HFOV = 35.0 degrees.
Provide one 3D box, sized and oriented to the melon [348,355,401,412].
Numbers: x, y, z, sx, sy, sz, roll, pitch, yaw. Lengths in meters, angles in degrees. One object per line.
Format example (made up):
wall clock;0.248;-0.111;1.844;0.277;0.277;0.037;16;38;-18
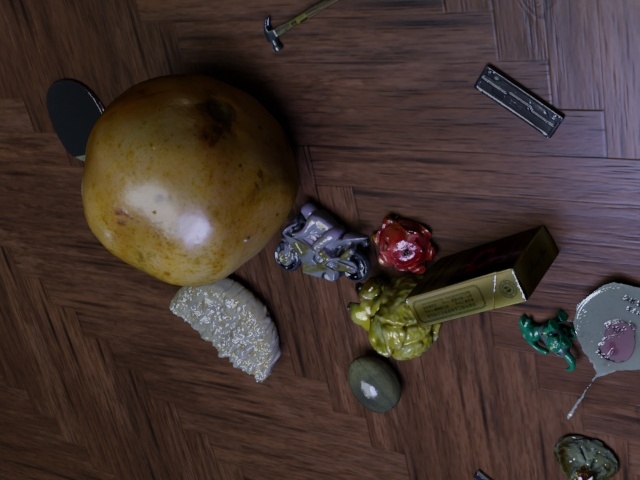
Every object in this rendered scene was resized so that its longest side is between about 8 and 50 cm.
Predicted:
melon;0.112;0.298;2.115;0.098;0.098;0.130;-30;97;43

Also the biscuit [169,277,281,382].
biscuit;-0.189;0.176;2.255;0.281;0.084;0.179;42;130;1

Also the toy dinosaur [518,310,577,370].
toy dinosaur;0.424;0.183;1.857;0.132;0.059;0.096;53;143;5

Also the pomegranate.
pomegranate;-0.245;-0.100;1.898;0.417;0.417;0.416;18;128;24

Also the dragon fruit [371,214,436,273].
dragon fruit;0.152;0.012;1.917;0.126;0.068;0.112;36;133;8

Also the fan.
fan;0.506;0.209;1.794;0.182;0.010;0.310;23;121;5

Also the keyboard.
keyboard;0.326;-0.228;1.672;0.155;0.010;0.053;37;134;8

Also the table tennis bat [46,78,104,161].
table tennis bat;-0.514;-0.216;2.255;0.174;0.022;0.301;-6;114;37

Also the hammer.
hammer;-0.035;-0.399;1.805;0.182;0.017;0.062;-23;105;40

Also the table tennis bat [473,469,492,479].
table tennis bat;0.392;0.539;2.142;0.158;0.014;0.095;36;135;6

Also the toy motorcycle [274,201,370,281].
toy motorcycle;0.000;0.000;2.006;0.225;0.073;0.152;8;110;33

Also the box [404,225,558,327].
box;0.284;0.066;1.798;0.240;0.159;0.071;-20;105;43

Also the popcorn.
popcorn;0.145;0.151;1.951;0.174;0.168;0.195;27;157;-34

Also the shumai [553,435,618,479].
shumai;0.500;0.439;1.948;0.124;0.087;0.098;10;126;31
